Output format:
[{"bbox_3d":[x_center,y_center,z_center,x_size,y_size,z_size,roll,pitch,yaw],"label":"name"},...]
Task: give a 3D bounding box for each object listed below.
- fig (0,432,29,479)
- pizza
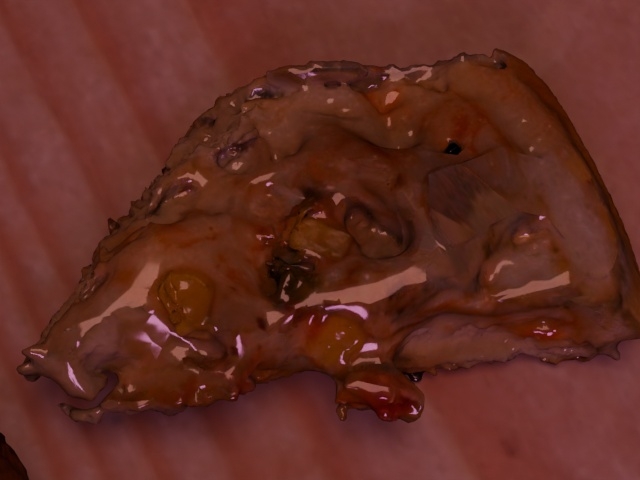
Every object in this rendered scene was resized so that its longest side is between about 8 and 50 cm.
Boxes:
[{"bbox_3d":[-0.185,0.115,0.723,0.146,0.201,0.133,-38,84,-14],"label":"fig"},{"bbox_3d":[0.000,0.000,0.863,0.297,0.071,0.189,-10,68,-10],"label":"pizza"}]
